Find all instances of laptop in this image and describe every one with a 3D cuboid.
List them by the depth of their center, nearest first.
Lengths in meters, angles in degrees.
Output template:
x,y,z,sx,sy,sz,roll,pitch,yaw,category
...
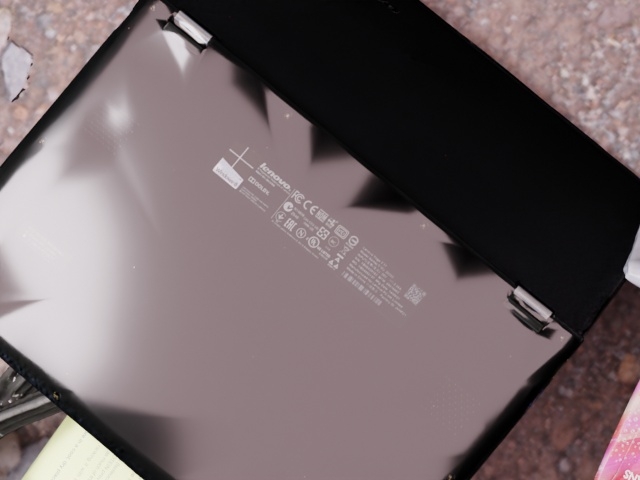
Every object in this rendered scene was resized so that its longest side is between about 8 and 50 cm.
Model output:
x,y,z,sx,sy,sz,roll,pitch,yaw,category
0.000,0.000,1.385,0.382,0.236,0.408,39,88,6,laptop

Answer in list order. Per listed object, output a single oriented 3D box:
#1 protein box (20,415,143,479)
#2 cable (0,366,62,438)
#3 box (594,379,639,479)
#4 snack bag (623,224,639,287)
x,y,z,sx,sy,sz,roll,pitch,yaw,category
-0.088,0.185,1.401,0.201,0.136,0.200,33,80,12,protein box
-0.267,0.130,1.396,0.287,0.072,0.139,-23,50,40,cable
0.269,0.165,1.290,0.154,0.300,0.142,27,80,10,box
0.374,0.033,1.311,0.323,0.342,0.037,21,107,7,snack bag
